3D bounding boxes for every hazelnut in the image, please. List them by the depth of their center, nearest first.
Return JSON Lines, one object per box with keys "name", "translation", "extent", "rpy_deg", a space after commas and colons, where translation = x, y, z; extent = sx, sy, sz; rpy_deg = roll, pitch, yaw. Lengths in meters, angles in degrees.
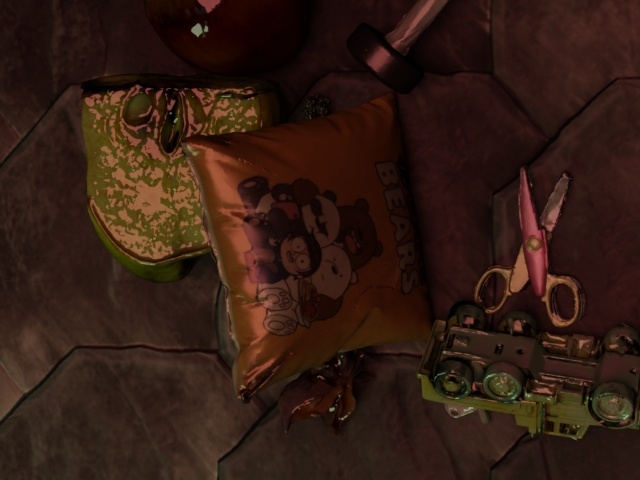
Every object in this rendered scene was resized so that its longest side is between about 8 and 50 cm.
{"name": "hazelnut", "translation": [-0.103, -0.285, 1.554], "extent": [0.208, 0.208, 0.208], "rpy_deg": [2, 95, 17]}

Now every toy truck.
{"name": "toy truck", "translation": [0.254, 0.168, 1.520], "extent": [0.259, 0.128, 0.135], "rpy_deg": [4, 127, 18]}

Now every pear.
{"name": "pear", "translation": [-0.158, -0.078, 1.596], "extent": [0.238, 0.164, 0.255], "rpy_deg": [0, 100, 8]}

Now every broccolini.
{"name": "broccolini", "translation": [0.008, -0.114, 1.611], "extent": [0.035, 0.030, 0.140], "rpy_deg": [-17, 95, -18]}

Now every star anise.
{"name": "star anise", "translation": [-0.040, 0.112, 1.610], "extent": [0.227, 0.148, 0.218], "rpy_deg": [46, 143, 36]}

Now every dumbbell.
{"name": "dumbbell", "translation": [0.125, -0.271, 1.518], "extent": [0.100, 0.100, 0.191], "rpy_deg": [44, 105, 9]}

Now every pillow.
{"name": "pillow", "translation": [0.000, 0.000, 1.501], "extent": [0.119, 0.312, 0.310], "rpy_deg": [-12, 91, 53]}

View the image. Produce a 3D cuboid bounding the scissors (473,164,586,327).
{"name": "scissors", "translation": [0.256, 0.006, 1.543], "extent": [0.133, 0.020, 0.187], "rpy_deg": [8, 99, 13]}
